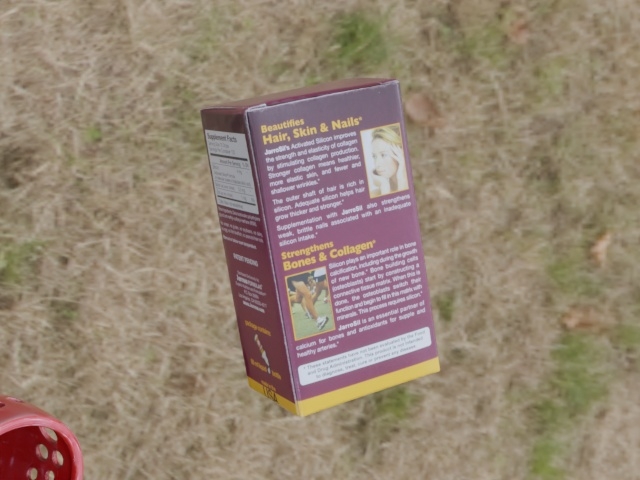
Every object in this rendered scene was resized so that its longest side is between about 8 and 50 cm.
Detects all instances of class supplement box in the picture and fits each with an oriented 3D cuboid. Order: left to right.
[{"bbox_3d":[0.000,0.000,0.687,0.104,0.081,0.188,-15,103,-25],"label":"supplement box"}]

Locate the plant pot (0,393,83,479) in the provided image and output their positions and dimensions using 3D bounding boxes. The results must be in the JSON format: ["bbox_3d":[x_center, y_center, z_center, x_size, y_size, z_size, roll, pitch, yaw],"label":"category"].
[{"bbox_3d":[-0.410,0.269,1.318,0.191,0.174,0.191,-24,123,-43],"label":"plant pot"}]
